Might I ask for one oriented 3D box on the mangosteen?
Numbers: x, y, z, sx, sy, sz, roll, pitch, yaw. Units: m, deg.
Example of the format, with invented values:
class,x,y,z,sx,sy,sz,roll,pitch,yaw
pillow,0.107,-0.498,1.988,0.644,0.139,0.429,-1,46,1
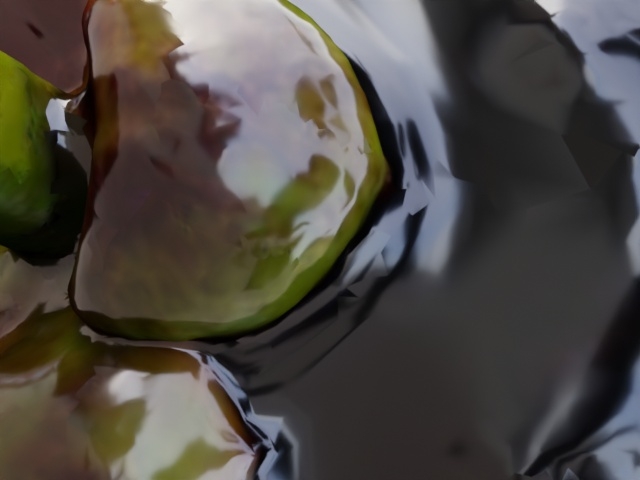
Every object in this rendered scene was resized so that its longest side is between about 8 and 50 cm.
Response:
class,x,y,z,sx,sy,sz,roll,pitch,yaw
mangosteen,0.000,0.000,0.464,0.302,0.275,0.275,18,19,-45
